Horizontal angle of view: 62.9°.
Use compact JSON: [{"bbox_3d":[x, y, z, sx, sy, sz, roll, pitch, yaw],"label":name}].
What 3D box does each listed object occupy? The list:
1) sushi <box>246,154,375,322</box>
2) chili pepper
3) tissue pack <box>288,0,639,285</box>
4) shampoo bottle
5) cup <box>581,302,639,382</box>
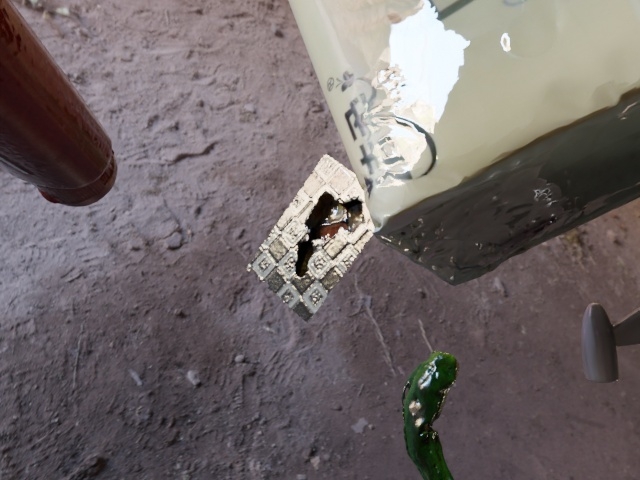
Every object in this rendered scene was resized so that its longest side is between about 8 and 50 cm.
[{"bbox_3d":[0.000,0.000,0.710,0.139,0.201,0.031,41,9,32],"label":"sushi"},{"bbox_3d":[0.135,0.225,0.628,0.050,0.073,0.182,40,47,-66],"label":"chili pepper"},{"bbox_3d":[0.155,-0.215,0.460,0.205,0.332,0.405,31,36,-55],"label":"tissue pack"},{"bbox_3d":[-0.210,-0.099,0.327,0.118,0.314,0.076,22,76,1],"label":"shampoo bottle"},{"bbox_3d":[0.408,0.110,0.483,0.167,0.300,0.173,-10,92,-67],"label":"cup"}]
